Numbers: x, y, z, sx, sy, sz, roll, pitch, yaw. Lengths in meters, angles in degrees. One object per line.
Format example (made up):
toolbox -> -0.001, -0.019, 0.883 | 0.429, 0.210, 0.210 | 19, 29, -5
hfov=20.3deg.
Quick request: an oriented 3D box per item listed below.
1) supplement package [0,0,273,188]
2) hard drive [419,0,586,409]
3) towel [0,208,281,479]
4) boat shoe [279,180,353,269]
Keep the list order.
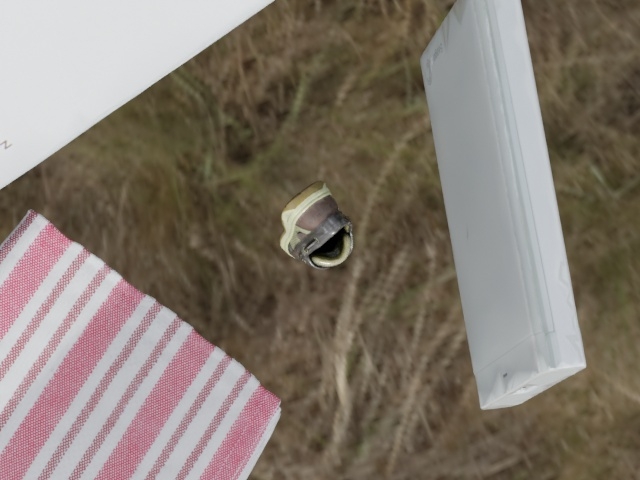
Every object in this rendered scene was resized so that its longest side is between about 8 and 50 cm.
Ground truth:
supplement package -> -0.059, -0.154, 0.355 | 0.203, 0.149, 0.194 | -32, 124, 26
hard drive -> 0.141, -0.032, 1.423 | 0.040, 0.203, 0.307 | -7, 77, -11
towel -> -0.129, 0.096, 1.003 | 0.197, 0.029, 0.144 | 39, 69, -18
boat shoe -> 0.000, 0.000, 1.423 | 0.056, 0.152, 0.049 | -35, 75, -3
